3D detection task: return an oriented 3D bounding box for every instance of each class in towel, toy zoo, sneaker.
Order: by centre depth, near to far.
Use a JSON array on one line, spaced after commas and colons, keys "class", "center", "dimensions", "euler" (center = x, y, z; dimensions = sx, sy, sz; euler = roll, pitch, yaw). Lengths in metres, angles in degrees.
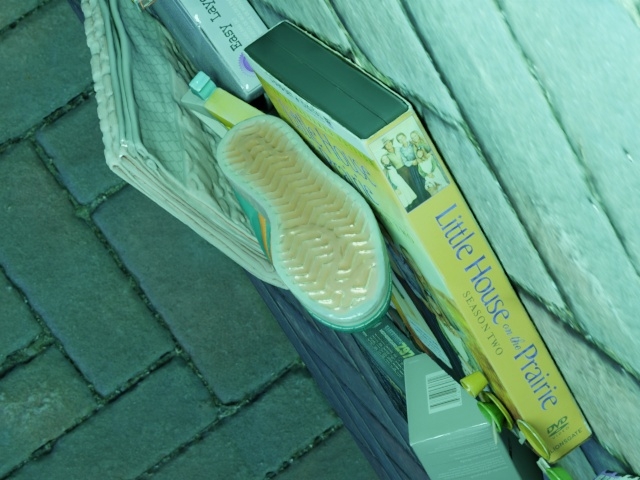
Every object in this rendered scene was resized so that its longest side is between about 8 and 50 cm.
[{"class": "sneaker", "center": [0.000, 0.000, 1.774], "dimensions": [0.302, 0.108, 0.121], "euler": [58, 179, 46]}, {"class": "toy zoo", "center": [-0.047, -0.089, 2.081], "dimensions": [0.293, 0.030, 0.192], "euler": [42, 173, -31]}, {"class": "towel", "center": [-0.149, -0.131, 2.168], "dimensions": [0.317, 0.053, 0.332], "euler": [38, -154, -41]}]

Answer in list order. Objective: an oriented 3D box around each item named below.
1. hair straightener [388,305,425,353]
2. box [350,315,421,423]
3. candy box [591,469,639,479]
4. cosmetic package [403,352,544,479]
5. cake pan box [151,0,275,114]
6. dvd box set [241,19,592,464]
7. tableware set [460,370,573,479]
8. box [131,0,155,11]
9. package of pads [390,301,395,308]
[{"class": "hair straightener", "center": [0.099, 0.095, 2.284], "dimensions": [0.230, 0.047, 0.089], "euler": [59, 172, -34]}, {"class": "box", "center": [0.137, 0.213, 2.543], "dimensions": [0.183, 0.059, 0.232], "euler": [59, 173, -34]}, {"class": "candy box", "center": [0.252, 0.296, 1.723], "dimensions": [0.070, 0.165, 0.196], "euler": [53, 172, -1]}, {"class": "cosmetic package", "center": [0.176, 0.234, 2.053], "dimensions": [0.238, 0.107, 0.127], "euler": [56, -159, -44]}, {"class": "cake pan box", "center": [-0.132, -0.256, 2.081], "dimensions": [0.267, 0.070, 0.246], "euler": [54, 175, 4]}, {"class": "dvd box set", "center": [0.093, 0.000, 1.804], "dimensions": [0.420, 0.062, 0.307], "euler": [59, 171, -31]}, {"class": "tableware set", "center": [0.188, 0.190, 1.759], "dimensions": [0.154, 0.024, 0.104], "euler": [52, 171, 12]}, {"class": "box", "center": [-0.137, -0.283, 1.687], "dimensions": [0.094, 0.137, 0.027], "euler": [50, 172, 30]}, {"class": "package of pads", "center": [0.098, 0.049, 2.052], "dimensions": [0.032, 0.050, 0.083], "euler": [54, 172, 8]}]
